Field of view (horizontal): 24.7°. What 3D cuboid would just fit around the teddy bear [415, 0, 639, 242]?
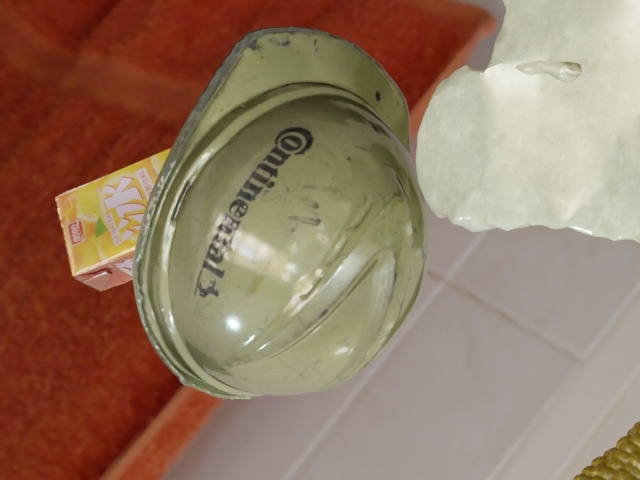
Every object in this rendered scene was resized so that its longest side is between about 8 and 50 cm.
[{"bbox_3d":[0.314,-0.045,0.851,0.362,0.327,0.375,12,-172,-41],"label":"teddy bear"}]

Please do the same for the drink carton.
[{"bbox_3d":[-0.150,-0.034,1.477,0.071,0.223,0.096,38,-146,-64],"label":"drink carton"}]

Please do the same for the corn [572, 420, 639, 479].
[{"bbox_3d":[0.275,0.265,1.337,0.130,0.347,0.130,44,168,12],"label":"corn"}]

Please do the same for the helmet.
[{"bbox_3d":[0.003,-0.003,0.939,0.204,0.258,0.137,17,-177,-34],"label":"helmet"}]
